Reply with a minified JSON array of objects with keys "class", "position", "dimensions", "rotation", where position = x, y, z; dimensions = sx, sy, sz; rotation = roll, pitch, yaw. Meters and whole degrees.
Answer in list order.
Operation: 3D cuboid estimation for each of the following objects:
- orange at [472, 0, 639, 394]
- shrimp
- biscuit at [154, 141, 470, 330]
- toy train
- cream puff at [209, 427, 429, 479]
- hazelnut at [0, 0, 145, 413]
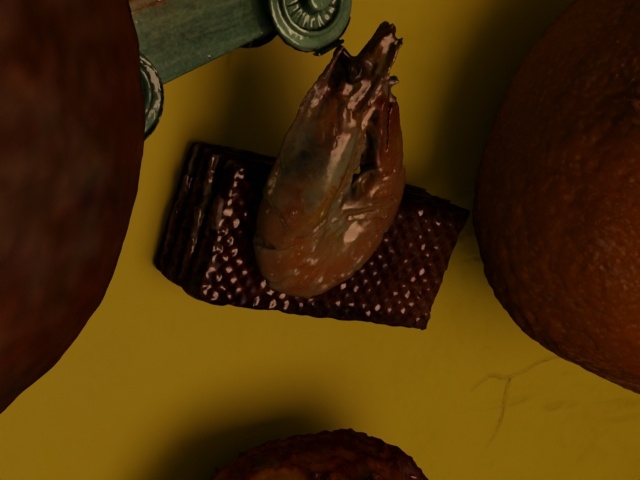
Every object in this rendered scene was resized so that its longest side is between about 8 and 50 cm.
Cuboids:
[{"class":"orange","position":[0.292,-0.056,1.153],"dimensions":[0.322,0.322,0.357],"rotation":[26,89,-42]},{"class":"shrimp","position":[0.017,-0.053,1.004],"dimensions":[0.115,0.051,0.217],"rotation":[-11,129,-40]},{"class":"biscuit","position":[0.000,0.000,1.107],"dimensions":[0.252,0.070,0.106],"rotation":[10,103,-41]},{"class":"toy train","position":[-0.107,-0.171,0.933],"dimensions":[0.285,0.116,0.177],"rotation":[-29,112,-25]},{"class":"cream puff","position":[-0.022,0.251,1.138],"dimensions":[0.240,0.164,0.240],"rotation":[-29,139,-29]},{"class":"hazelnut","position":[-0.264,-0.084,0.687],"dimensions":[0.359,0.359,0.409],"rotation":[-23,101,-29]}]
